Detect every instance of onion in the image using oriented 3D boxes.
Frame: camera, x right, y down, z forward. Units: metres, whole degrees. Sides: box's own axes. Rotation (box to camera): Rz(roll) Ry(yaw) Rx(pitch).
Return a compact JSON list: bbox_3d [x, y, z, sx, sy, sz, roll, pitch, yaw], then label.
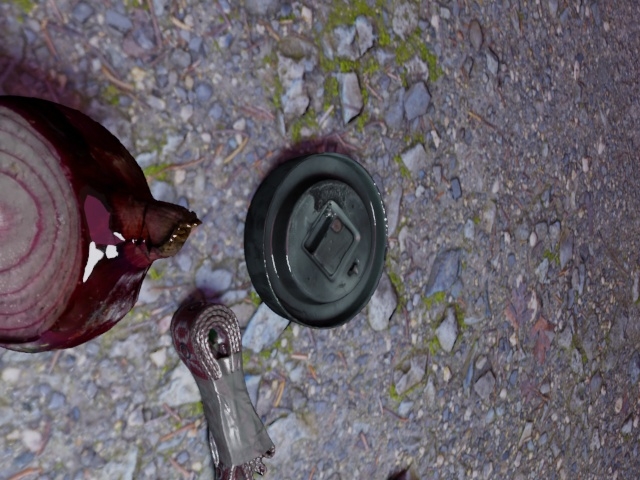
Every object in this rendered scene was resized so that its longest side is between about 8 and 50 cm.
[{"bbox_3d":[-0.180,-0.012,0.508,0.140,0.218,0.195,5,83,-72],"label":"onion"}]

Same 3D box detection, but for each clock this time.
[{"bbox_3d":[0.000,0.000,0.803,0.215,0.042,0.215,-4,96,-45],"label":"clock"}]

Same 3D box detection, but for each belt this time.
[{"bbox_3d":[-0.102,0.175,0.709,0.071,0.053,0.232,-23,108,-42],"label":"belt"}]
